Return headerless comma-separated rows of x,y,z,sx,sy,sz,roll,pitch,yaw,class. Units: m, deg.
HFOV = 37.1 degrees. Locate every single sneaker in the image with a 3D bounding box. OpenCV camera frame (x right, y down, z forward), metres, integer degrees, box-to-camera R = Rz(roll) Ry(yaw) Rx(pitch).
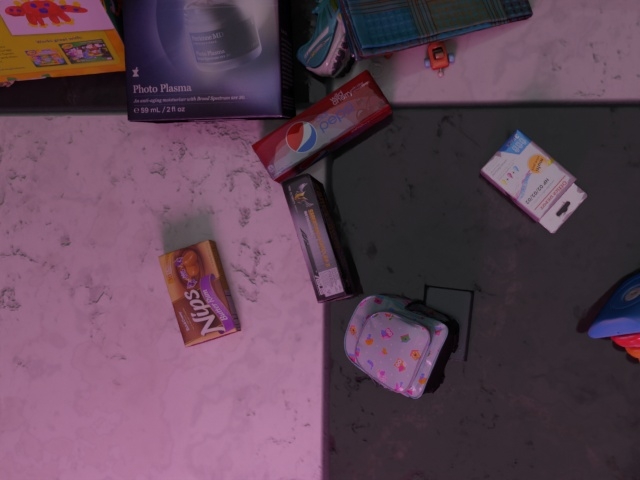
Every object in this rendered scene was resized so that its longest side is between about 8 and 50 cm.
0.039,-0.449,1.823,0.110,0.107,0.275,24,88,21,sneaker

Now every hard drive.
0.237,0.156,1.803,0.094,0.022,0.135,7,88,8,hard drive

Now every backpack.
0.136,0.186,1.746,0.188,0.144,0.166,27,104,31,backpack

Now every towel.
0.196,-0.500,1.768,0.370,0.040,0.271,-16,86,-15,towel

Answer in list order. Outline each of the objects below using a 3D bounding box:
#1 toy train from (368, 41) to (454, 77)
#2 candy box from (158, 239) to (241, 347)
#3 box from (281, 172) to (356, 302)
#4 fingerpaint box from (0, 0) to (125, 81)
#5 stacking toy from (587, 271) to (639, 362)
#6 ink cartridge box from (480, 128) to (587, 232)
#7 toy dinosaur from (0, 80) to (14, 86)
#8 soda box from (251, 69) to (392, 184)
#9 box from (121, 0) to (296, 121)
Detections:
0.170,-0.370,1.825,0.166,0.046,0.125,-7,86,7,toy train
-0.235,0.103,1.852,0.109,0.053,0.186,-18,84,6,candy box
0.000,0.000,1.761,0.056,0.183,0.231,-17,85,7,box
-0.600,-0.466,1.754,0.445,0.371,0.163,-4,63,8,fingerpaint box
0.643,0.205,1.695,0.166,0.175,0.302,-44,100,-28,stacking toy
0.400,-0.109,1.775,0.181,0.061,0.104,41,93,7,ink cartridge box
-0.737,-0.294,1.932,0.268,0.064,0.118,1,72,7,toy dinosaur
0.005,-0.213,1.816,0.263,0.092,0.083,-33,83,5,soda box
-0.207,-0.371,1.786,0.296,0.183,0.294,-1,95,7,box
